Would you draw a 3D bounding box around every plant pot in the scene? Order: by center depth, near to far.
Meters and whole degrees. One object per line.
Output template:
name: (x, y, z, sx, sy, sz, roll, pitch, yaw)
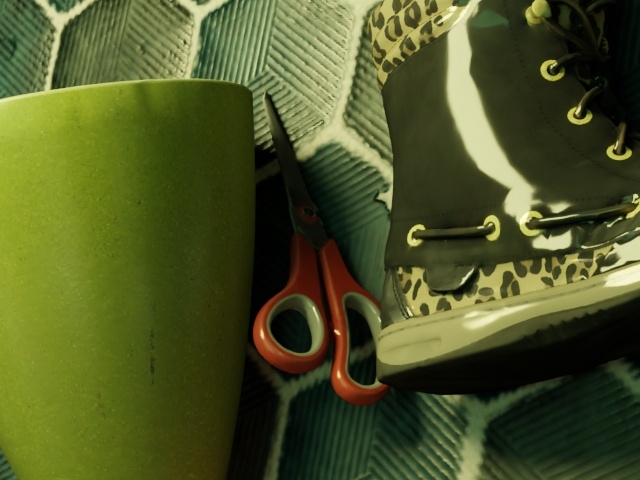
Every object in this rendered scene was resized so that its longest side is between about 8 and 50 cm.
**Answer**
plant pot: (-0.163, 0.054, 1.178, 0.274, 0.274, 0.294, -12, 85, 33)

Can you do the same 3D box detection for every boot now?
boot: (0.186, -0.070, 1.029, 0.377, 0.138, 0.284, -21, 64, 35)

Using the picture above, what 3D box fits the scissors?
scissors: (0.000, 0.000, 1.197, 0.297, 0.109, 0.021, -92, 24, -45)
